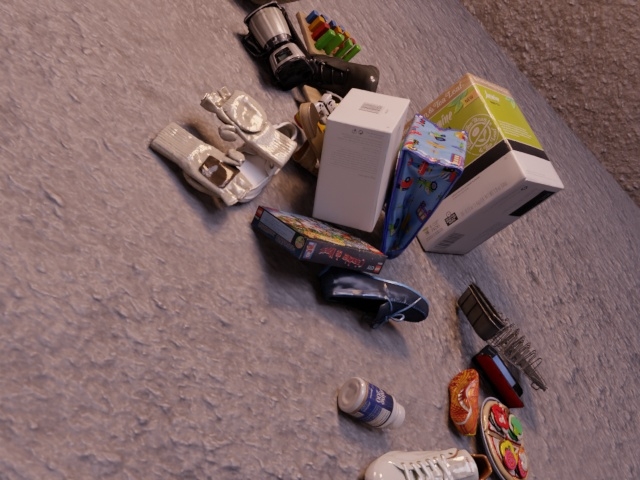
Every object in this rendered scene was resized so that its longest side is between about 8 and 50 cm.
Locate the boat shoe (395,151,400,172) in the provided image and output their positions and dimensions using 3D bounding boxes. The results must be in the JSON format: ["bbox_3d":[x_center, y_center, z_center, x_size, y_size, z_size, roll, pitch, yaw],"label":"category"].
[{"bbox_3d":[0.163,-0.173,1.920,0.226,0.083,0.076,50,52,-8],"label":"boat shoe"}]

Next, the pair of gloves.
[{"bbox_3d":[-0.173,-0.186,1.488,0.204,0.042,0.240,43,53,0],"label":"pair of gloves"}]

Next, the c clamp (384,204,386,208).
[{"bbox_3d":[0.161,-0.098,1.940,0.161,0.022,0.137,45,33,-13],"label":"c clamp"}]

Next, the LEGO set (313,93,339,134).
[{"bbox_3d":[0.038,-0.259,1.813,0.093,0.087,0.227,-51,132,-19],"label":"LEGO set"}]

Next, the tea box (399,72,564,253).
[{"bbox_3d":[0.374,-0.186,2.008,0.220,0.329,0.323,6,53,-49],"label":"tea box"}]

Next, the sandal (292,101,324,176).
[{"bbox_3d":[-0.027,-0.204,1.748,0.240,0.079,0.088,69,25,-44],"label":"sandal"}]

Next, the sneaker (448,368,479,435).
[{"bbox_3d":[0.309,0.344,1.680,0.067,0.064,0.175,63,30,-26],"label":"sneaker"}]

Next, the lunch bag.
[{"bbox_3d":[0.213,-0.100,1.768,0.138,0.293,0.221,21,31,2],"label":"lunch bag"}]

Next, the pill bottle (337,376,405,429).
[{"bbox_3d":[0.095,0.300,1.427,0.120,0.067,0.067,32,37,-29],"label":"pill bottle"}]

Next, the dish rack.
[{"bbox_3d":[0.446,0.235,1.874,0.271,0.074,0.208,41,13,-19],"label":"dish rack"}]

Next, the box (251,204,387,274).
[{"bbox_3d":[0.000,0.000,1.546,0.233,0.044,0.159,12,15,-46],"label":"box"}]

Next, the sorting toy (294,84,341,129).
[{"bbox_3d":[0.017,-0.300,1.931,0.274,0.046,0.132,8,52,-48],"label":"sorting toy"}]

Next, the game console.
[{"bbox_3d":[0.427,0.310,1.818,0.124,0.085,0.144,-28,82,-46],"label":"game console"}]

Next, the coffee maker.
[{"bbox_3d":[-0.083,-0.463,1.894,0.171,0.120,0.178,-4,63,-54],"label":"coffee maker"}]

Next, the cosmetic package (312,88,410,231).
[{"bbox_3d":[0.086,-0.174,1.656,0.138,0.224,0.224,13,29,10],"label":"cosmetic package"}]

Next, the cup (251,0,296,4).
[{"bbox_3d":[-0.112,-0.735,1.990,0.331,0.331,0.237,-18,100,-56],"label":"cup"}]

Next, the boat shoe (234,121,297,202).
[{"bbox_3d":[-0.119,-0.174,1.588,0.098,0.096,0.277,45,33,-13],"label":"boat shoe"}]

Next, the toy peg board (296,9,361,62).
[{"bbox_3d":[0.032,-0.568,2.181,0.161,0.079,0.160,17,46,-43],"label":"toy peg board"}]

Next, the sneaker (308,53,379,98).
[{"bbox_3d":[0.036,-0.400,1.934,0.130,0.109,0.286,7,13,-34],"label":"sneaker"}]

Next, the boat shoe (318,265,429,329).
[{"bbox_3d":[0.104,0.131,1.596,0.258,0.109,0.089,17,51,-20],"label":"boat shoe"}]

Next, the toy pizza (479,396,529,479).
[{"bbox_3d":[0.405,0.433,1.695,0.201,0.032,0.201,38,37,-37],"label":"toy pizza"}]

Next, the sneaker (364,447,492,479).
[{"bbox_3d":[0.200,0.411,1.403,0.290,0.123,0.106,9,54,-46],"label":"sneaker"}]
